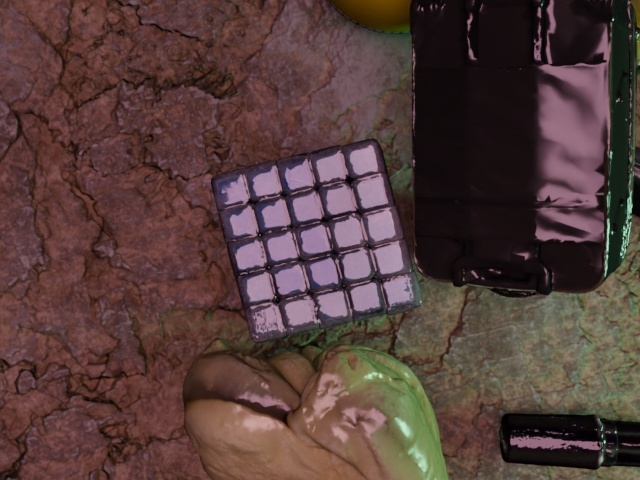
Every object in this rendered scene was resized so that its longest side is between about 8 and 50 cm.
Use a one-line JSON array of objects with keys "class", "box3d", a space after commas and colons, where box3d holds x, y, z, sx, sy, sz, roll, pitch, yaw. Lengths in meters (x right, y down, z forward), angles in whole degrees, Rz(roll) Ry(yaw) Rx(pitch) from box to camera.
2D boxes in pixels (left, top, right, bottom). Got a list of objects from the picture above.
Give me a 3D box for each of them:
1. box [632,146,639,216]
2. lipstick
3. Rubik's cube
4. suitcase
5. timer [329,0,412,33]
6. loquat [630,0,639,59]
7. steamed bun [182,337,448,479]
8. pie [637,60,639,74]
[{"class": "box", "box3d": [0.477, -0.070, 1.176, 0.230, 0.160, 0.050, 28, 85, 4]}, {"class": "lipstick", "box3d": [0.416, 0.299, 1.218, 0.299, 0.081, 0.081, 2, 90, 5]}, {"class": "Rubik's cube", "box3d": [0.000, 0.000, 1.169, 0.236, 0.238, 0.237, -15, 90, 6]}, {"class": "suitcase", "box3d": [0.255, -0.141, 1.068, 0.283, 0.194, 0.434, 3, 99, 28]}, {"class": "timer", "box3d": [0.110, -0.437, 1.149, 0.285, 0.285, 0.285, 0, 90, 4]}, {"class": "loquat", "box3d": [0.396, -0.315, 1.142, 0.172, 0.149, 0.205, 18, 107, 0]}, {"class": "steamed bun", "box3d": [0.003, 0.255, 1.148, 0.372, 0.325, 0.230, 4, 46, 17]}, {"class": "pie", "box3d": [0.442, -0.355, 1.235, 0.240, 0.054, 0.241, 0, 91, 5]}]
